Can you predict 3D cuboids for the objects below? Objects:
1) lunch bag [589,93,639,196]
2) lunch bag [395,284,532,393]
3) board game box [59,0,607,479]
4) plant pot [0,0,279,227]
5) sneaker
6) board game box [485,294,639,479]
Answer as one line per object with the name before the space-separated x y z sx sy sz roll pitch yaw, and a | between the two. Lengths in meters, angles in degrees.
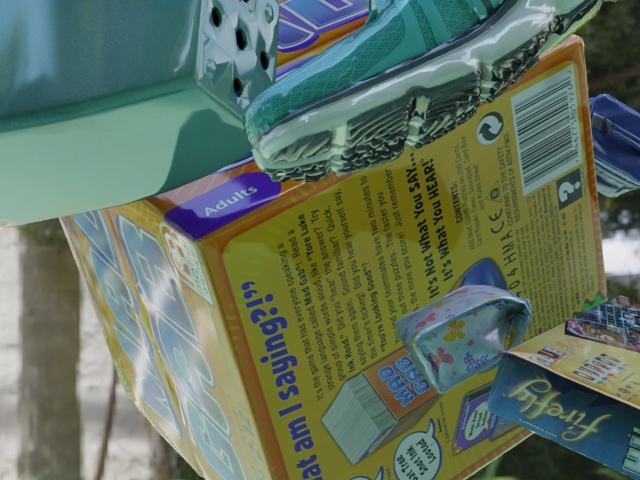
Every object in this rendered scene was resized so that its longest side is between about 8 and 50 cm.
lunch bag | 0.264 -0.089 1.133 0.098 0.067 0.065 26 -20 -18
lunch bag | 0.101 0.063 0.845 0.083 0.053 0.071 -30 10 -5
board game box | 0.000 0.000 1.113 0.356 0.356 0.356 -29 36 -22
plant pot | -0.154 -0.117 0.824 0.234 0.165 0.166 -4 -18 23
sneaker | 0.068 -0.126 0.582 0.275 0.110 0.107 -39 -5 -12
board game box | 0.230 0.100 0.809 0.165 0.042 0.243 23 17 26
